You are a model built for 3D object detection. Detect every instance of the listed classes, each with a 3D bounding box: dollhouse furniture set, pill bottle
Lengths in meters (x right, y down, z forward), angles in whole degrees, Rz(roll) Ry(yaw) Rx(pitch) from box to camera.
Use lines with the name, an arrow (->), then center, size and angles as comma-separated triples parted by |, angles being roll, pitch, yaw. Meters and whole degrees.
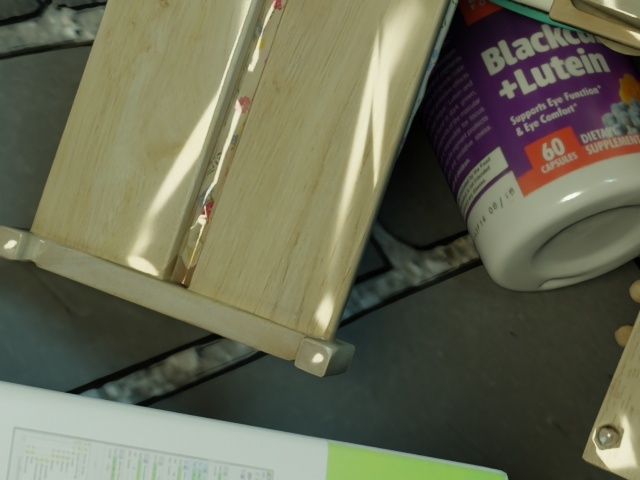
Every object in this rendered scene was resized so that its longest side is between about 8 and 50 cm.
dollhouse furniture set -> 0.000, 0.000, 0.615 | 0.355, 0.303, 0.174 | 21, 2, 14
pill bottle -> 0.099, -0.082, 0.743 | 0.108, 0.108, 0.193 | -1, 59, -37

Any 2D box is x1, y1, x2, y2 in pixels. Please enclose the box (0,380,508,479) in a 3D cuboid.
box -> -0.097, 0.153, 0.388 | 0.322, 0.058, 0.232 | 15, 73, -28

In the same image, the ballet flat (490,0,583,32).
ballet flat -> 0.020, -0.241, 0.705 | 0.400, 0.139, 0.139 | 39, 39, 24
